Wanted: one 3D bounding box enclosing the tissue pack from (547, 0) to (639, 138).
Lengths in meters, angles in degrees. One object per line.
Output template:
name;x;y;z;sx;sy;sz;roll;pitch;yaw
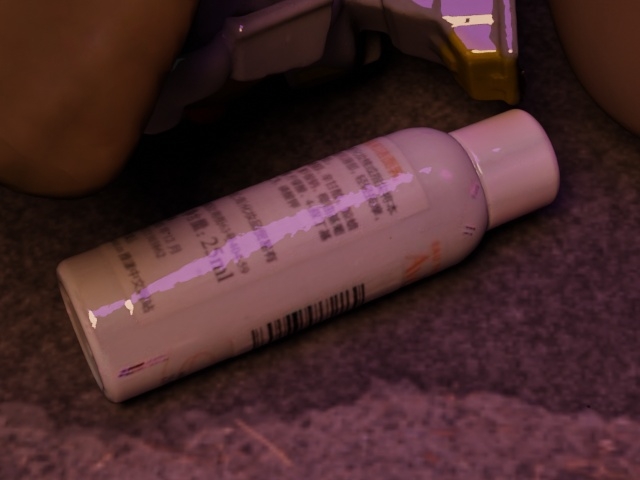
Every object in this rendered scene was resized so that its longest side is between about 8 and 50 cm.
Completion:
tissue pack;0.237;-0.236;0.877;0.277;0.267;0.387;-4;51;5

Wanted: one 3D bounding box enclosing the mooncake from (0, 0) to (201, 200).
mooncake;-0.247;-0.149;0.769;0.394;0.246;0.393;-39;35;26

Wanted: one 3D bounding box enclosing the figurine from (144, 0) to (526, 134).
figurine;-0.031;-0.150;0.890;0.285;0.167;0.342;-3;6;5

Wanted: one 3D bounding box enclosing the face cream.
face cream;0.000;0.000;0.823;0.269;0.082;0.082;-21;51;-12
